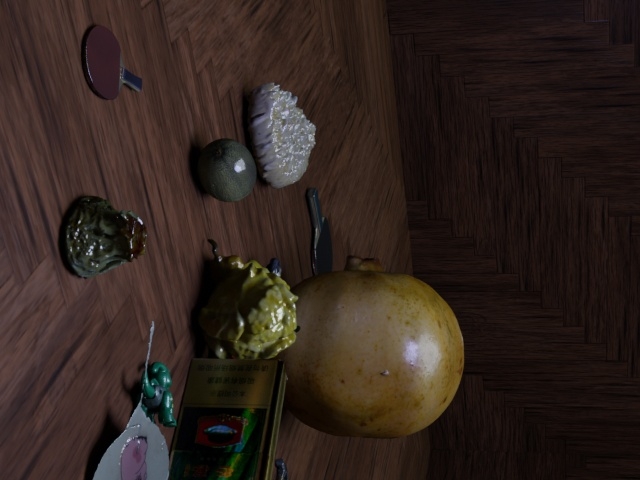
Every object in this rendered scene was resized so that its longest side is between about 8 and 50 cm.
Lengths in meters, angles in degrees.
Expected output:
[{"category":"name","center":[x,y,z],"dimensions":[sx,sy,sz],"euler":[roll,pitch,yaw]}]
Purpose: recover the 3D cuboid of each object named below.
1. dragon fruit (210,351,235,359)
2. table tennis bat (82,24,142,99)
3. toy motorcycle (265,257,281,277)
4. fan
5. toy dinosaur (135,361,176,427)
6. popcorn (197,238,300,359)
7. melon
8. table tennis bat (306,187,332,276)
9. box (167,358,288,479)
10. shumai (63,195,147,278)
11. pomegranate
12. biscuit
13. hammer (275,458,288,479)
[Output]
[{"category":"dragon fruit","center":[-0.150,0.229,1.761],"dimensions":[0.126,0.068,0.112],"euler":[25,65,-73]},{"category":"table tennis bat","center":[-0.280,-0.231,1.364],"dimensions":[0.158,0.014,0.095],"euler":[26,62,-72]},{"category":"toy motorcycle","center":[-0.110,0.140,1.908],"dimensions":[0.225,0.073,0.152],"euler":[-71,169,-59]},{"category":"fan","center":[-0.242,0.259,1.349],"dimensions":[0.182,0.010,0.310],"euler":[-1,100,-65]},{"category":"toy dinosaur","center":[-0.236,0.216,1.446],"dimensions":[0.132,0.059,0.096],"euler":[78,7,-68]},{"category":"popcorn","center":[-0.121,0.105,1.695],"dimensions":[0.174,0.168,0.195],"euler":[31,38,-31]},{"category":"melon","center":[-0.155,-0.115,1.693],"dimensions":[0.130,0.098,0.098],"euler":[73,21,-59]},{"category":"table tennis bat","center":[0.000,0.000,2.492],"dimensions":[0.173,0.023,0.301],"euler":[-75,160,-47]},{"category":"box","center":[-0.143,0.301,1.591],"dimensions":[0.071,0.160,0.240],"euler":[75,18,-51]},{"category":"shumai","center":[-0.260,-0.007,1.274],"dimensions":[0.123,0.087,0.098],"euler":[-68,152,-61]},{"category":"pomegranate","center":[0.091,0.218,2.095],"dimensions":[0.417,0.417,0.416],"euler":[-1,90,-76]},{"category":"biscuit","center":[-0.085,-0.196,2.030],"dimensions":[0.281,0.084,0.179],"euler":[45,50,-68]},{"category":"hammer","center":[-0.092,0.547,2.096],"dimensions":[0.062,0.017,0.182],"euler":[71,24,-52]}]
